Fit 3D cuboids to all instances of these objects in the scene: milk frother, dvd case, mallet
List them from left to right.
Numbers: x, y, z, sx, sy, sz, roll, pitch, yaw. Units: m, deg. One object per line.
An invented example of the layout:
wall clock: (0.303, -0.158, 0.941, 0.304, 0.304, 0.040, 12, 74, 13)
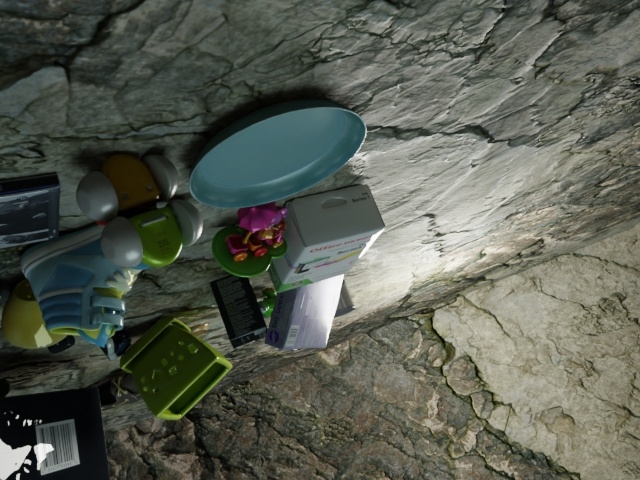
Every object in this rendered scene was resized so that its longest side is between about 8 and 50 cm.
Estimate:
dvd case: (-0.517, -0.028, 1.025, 0.239, 0.029, 0.179, -12, 160, -27)
mallet: (-0.660, 0.233, 1.632, 0.062, 0.039, 0.189, -22, 159, 5)
milk frother: (0.016, 0.173, 2.079, 0.129, 0.135, 0.143, -12, 160, -26)

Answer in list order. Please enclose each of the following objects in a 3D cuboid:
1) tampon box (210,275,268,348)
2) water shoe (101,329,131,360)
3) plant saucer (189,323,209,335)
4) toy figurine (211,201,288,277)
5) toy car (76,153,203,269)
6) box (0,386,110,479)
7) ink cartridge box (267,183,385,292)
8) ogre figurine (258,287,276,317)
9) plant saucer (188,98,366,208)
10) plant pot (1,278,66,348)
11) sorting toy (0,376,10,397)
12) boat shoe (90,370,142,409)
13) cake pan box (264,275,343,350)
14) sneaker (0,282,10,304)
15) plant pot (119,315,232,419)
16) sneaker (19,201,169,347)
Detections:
tampon box: (-0.211, 0.182, 1.791, 0.101, 0.161, 0.120, -20, 164, -8)
water shoe: (-0.548, 0.261, 1.816, 0.080, 0.073, 0.203, -38, 174, -22)
plant saucer: (-0.385, 0.283, 2.131, 0.083, 0.015, 0.083, -20, 162, -7)
toy figurine: (-0.117, -0.025, 1.380, 0.173, 0.130, 0.159, -11, 150, -33)
toy car: (-0.285, -0.034, 1.042, 0.159, 0.182, 0.136, -26, 175, -45)
box: (-0.874, 0.562, 1.729, 0.472, 0.297, 0.480, -14, 169, 10)
ink cartridge box: (0.000, 0.000, 1.573, 0.201, 0.117, 0.278, -14, 161, -23)
ogre figurine: (-0.158, 0.193, 2.005, 0.197, 0.097, 0.118, 12, 155, -42)
plant saucer: (-0.076, -0.149, 1.166, 0.317, 0.043, 0.317, -19, 163, -6)
plant pot: (-0.549, 0.127, 1.319, 0.134, 0.134, 0.095, -13, 135, -27)
sorting toy: (-0.856, 0.385, 1.803, 0.102, 0.061, 0.042, 0, 165, 7)
boat shoe: (-0.660, 0.491, 2.266, 0.324, 0.116, 0.097, -25, 166, 30)
cake pan box: (-0.034, 0.166, 1.827, 0.070, 0.267, 0.246, 14, -178, 30)
sneaker: (-0.644, 0.111, 1.260, 0.170, 0.051, 0.089, -32, 160, 17)
plant pot: (-0.409, 0.347, 1.909, 0.227, 0.207, 0.228, -45, 165, -9)
sneaker: (-0.352, 0.070, 1.213, 0.319, 0.208, 0.127, -22, 161, -1)
